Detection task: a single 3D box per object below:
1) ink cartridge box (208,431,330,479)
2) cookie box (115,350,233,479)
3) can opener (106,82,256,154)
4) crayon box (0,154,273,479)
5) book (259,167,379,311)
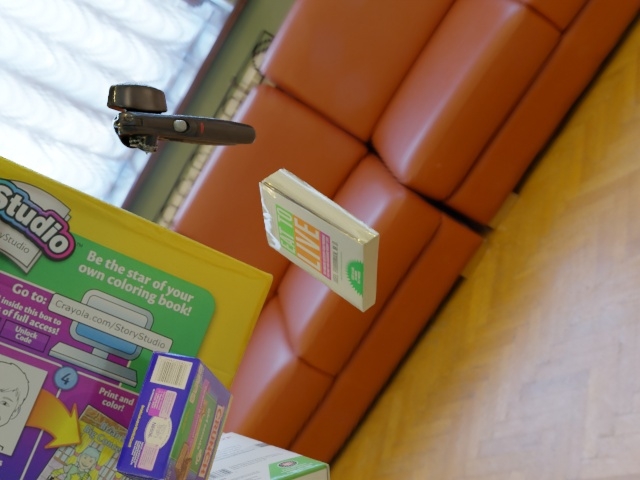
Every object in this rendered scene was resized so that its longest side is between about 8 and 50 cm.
[{"bbox_3d":[-0.149,0.410,1.341,0.289,0.211,0.122,-1,95,54],"label":"ink cartridge box"},{"bbox_3d":[-0.108,0.145,0.643,0.107,0.040,0.092,74,-151,-65],"label":"cookie box"},{"bbox_3d":[-0.146,-0.124,0.917,0.059,0.186,0.073,15,97,48],"label":"can opener"},{"bbox_3d":[-0.267,0.104,0.719,0.106,0.362,0.313,-17,50,67],"label":"crayon box"},{"bbox_3d":[0.000,0.000,0.868,0.035,0.144,0.096,-34,-39,-31],"label":"book"}]
